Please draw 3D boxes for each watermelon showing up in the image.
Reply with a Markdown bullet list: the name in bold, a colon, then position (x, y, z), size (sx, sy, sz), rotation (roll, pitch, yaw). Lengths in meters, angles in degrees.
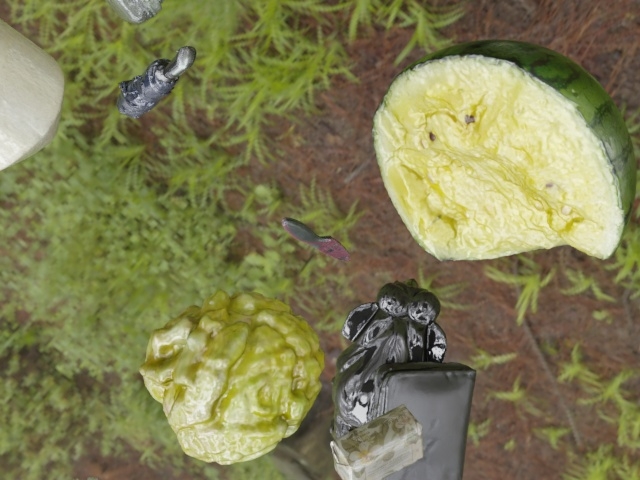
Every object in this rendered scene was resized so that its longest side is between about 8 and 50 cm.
- **watermelon**: position (0.233, -0.117, 1.165), size (0.331, 0.189, 0.330), rotation (22, 134, 25)

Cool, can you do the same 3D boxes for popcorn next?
- **popcorn**: position (-0.125, 0.175, 1.269), size (0.259, 0.259, 0.212), rotation (7, 148, 35)

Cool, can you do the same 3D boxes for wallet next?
- **wallet**: position (0.156, 0.389, 1.592), size (0.197, 0.377, 0.051), rotation (4, -176, -29)

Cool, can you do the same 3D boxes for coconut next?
- **coconut**: position (-0.530, -0.225, 1.534), size (0.238, 0.237, 0.266), rotation (2, 159, 39)

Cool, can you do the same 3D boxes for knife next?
- **knife**: position (0.000, 0.000, 1.475), size (0.035, 0.018, 0.247), rotation (-27, 157, 16)

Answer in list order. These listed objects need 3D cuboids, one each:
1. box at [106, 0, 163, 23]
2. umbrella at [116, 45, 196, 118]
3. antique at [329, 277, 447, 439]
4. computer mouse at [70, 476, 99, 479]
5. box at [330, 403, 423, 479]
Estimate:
- **box**: position (-0.314, -0.453, 1.512), size (0.210, 0.129, 0.148), rotation (50, 174, -24)
- **umbrella**: position (-0.267, -0.253, 1.533), size (0.071, 0.071, 0.248), rotation (47, 153, -16)
- **antique**: position (0.123, 0.220, 1.726), size (0.185, 0.322, 0.255), rotation (16, 163, 9)
- **computer mouse**: position (-0.361, 0.455, 1.361), size (0.082, 0.145, 0.236), rotation (17, 99, 6)
- **box**: position (0.062, 0.226, 1.040), size (0.045, 0.098, 0.062), rotation (50, 159, 43)
